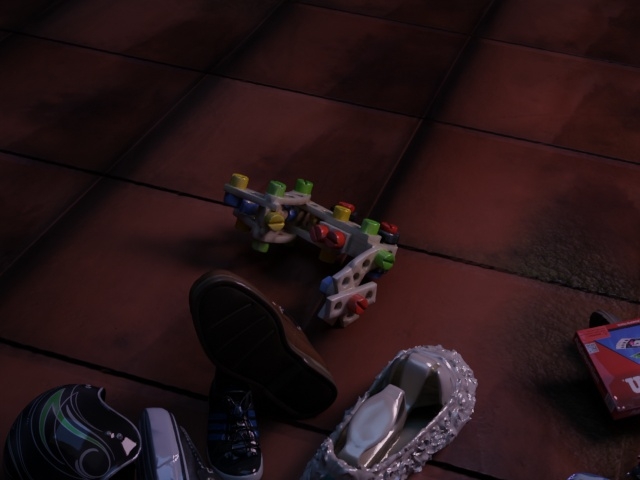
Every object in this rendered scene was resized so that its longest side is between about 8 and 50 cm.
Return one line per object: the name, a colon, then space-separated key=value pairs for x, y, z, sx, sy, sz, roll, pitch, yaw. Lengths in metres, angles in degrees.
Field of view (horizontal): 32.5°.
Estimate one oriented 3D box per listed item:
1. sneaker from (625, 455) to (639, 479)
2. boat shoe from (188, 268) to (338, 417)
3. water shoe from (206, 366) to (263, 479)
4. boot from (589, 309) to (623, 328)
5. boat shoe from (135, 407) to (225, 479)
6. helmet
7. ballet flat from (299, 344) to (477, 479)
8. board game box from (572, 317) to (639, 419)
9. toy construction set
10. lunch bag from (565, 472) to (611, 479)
sneaker: x=0.448 y=0.325 z=1.483 sx=0.069 sy=0.038 sz=0.098 roll=6 pitch=24 yaw=5
boat shoe: x=-0.091 y=0.131 z=1.504 sx=0.110 sy=0.307 sz=0.104 roll=-33 pitch=41 yaw=4
water shoe: x=-0.122 y=0.244 z=1.489 sx=0.073 sy=0.080 sz=0.203 roll=-4 pitch=35 yaw=-13
boot: x=0.550 y=0.156 z=1.712 sx=0.208 sy=0.076 sz=0.190 roll=-20 pitch=55 yaw=-22
boat shoe: x=-0.142 y=0.343 z=1.329 sx=0.119 sy=0.121 sz=0.335 roll=-3 pitch=45 yaw=-24
helmet: x=-0.311 y=0.263 z=1.366 sx=0.161 sy=0.169 sz=0.169 roll=40 pitch=45 yaw=19
ballet flat: x=0.111 y=0.235 z=1.488 sx=0.147 sy=0.147 sz=0.409 roll=20 pitch=36 yaw=22
board game box: x=0.532 y=0.171 z=1.627 sx=0.281 sy=0.027 sz=0.145 roll=-10 pitch=53 yaw=-14
toy construction set: x=0.000 y=0.000 z=1.808 sx=0.215 sy=0.151 sz=0.328 roll=5 pitch=32 yaw=-48
lunch bag: x=0.366 y=0.389 z=1.325 sx=0.219 sy=0.090 sz=0.176 roll=21 pitch=36 yaw=23
